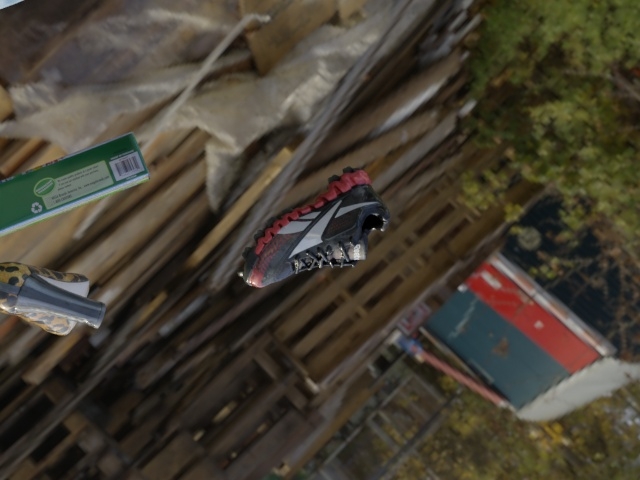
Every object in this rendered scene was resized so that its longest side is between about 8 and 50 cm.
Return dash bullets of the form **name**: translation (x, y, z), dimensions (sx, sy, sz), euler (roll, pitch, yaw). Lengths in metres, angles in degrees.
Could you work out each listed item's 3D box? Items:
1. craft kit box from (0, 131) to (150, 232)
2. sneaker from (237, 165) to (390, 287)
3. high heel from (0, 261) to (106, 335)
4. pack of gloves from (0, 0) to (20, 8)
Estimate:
- **craft kit box**: translation (-0.320, -0.051, 1.173), dimensions (0.249, 0.061, 0.246), euler (-22, -177, -9)
- **sneaker**: translation (0.000, 0.000, 1.626), dimensions (0.276, 0.135, 0.098), euler (-36, 156, -18)
- **high heel**: translation (-0.420, 0.069, 1.428), dimensions (0.261, 0.186, 0.093), euler (-2, -110, 64)
- **pack of gloves**: translation (-0.202, -0.265, 0.731), dimensions (0.232, 0.046, 0.195), euler (-30, 159, -22)
